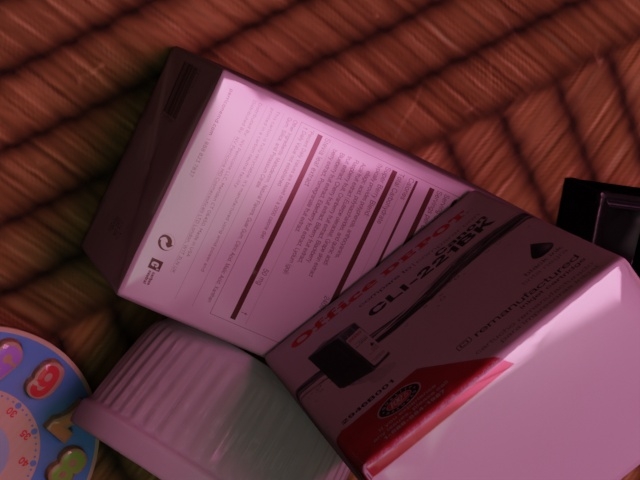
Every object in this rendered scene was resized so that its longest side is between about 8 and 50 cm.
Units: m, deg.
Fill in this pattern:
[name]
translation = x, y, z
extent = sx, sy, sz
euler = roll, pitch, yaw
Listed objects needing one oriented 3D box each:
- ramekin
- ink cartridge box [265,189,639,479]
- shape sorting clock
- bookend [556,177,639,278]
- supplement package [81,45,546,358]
[ramekin]
translation = -0.070, 0.145, 1.356
extent = 0.207, 0.207, 0.109
euler = 36, 81, -19
[ink cartridge box]
translation = 0.096, 0.086, 1.164
extent = 0.197, 0.273, 0.114
euler = -38, 106, -5
[shape sorting clock]
translation = -0.262, 0.161, 1.369
extent = 0.206, 0.040, 0.206
euler = -10, 115, -22
[bookend]
translation = 0.270, 0.039, 1.496
extent = 0.156, 0.072, 0.157
euler = 8, 99, -17
[supplement package]
translation = 0.000, 0.000, 1.355
extent = 0.293, 0.177, 0.175
euler = 24, 94, -20
